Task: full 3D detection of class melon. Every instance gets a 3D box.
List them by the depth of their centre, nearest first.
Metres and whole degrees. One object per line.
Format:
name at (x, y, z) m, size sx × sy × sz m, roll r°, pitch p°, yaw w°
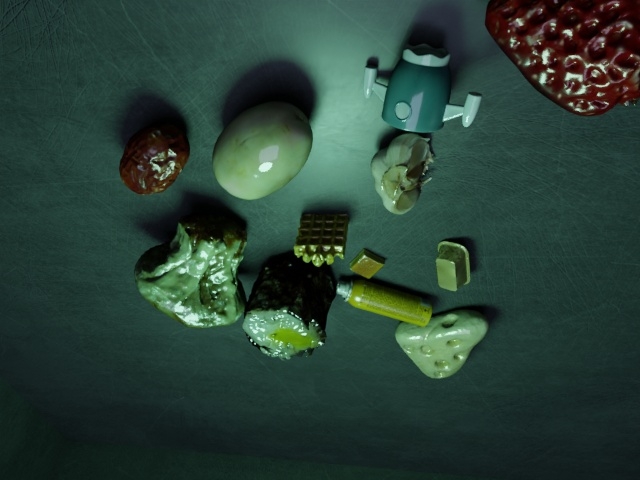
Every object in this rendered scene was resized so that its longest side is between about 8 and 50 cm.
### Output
melon at (-0.161, -0.239, 1.283) m, size 0.223 × 0.223 × 0.317 m, roll 37°, pitch 131°, yaw -23°

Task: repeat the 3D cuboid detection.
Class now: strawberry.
strawberry at (0.511, -0.433, 0.950) m, size 0.345 × 0.317 × 0.295 m, roll 31°, pitch 164°, yaw 3°

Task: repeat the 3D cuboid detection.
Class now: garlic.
garlic at (0.217, -0.193, 1.327) m, size 0.142 × 0.178 × 0.229 m, roll 22°, pitch 122°, yaw 33°

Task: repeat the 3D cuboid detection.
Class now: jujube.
jujube at (-0.486, -0.236, 1.383) m, size 0.174 × 0.174 × 0.250 m, roll 35°, pitch 137°, yaw -22°

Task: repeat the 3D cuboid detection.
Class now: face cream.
face cream at (0.226, 0.218, 1.726) m, size 0.348 × 0.105 × 0.105 m, roll 17°, pitch 134°, yaw -6°

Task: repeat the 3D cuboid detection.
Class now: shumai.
shumai at (-0.386, 0.073, 1.586) m, size 0.397 × 0.324 × 0.323 m, roll 26°, pitch 116°, yaw -15°

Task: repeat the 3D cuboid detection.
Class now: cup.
cup at (0.237, -0.369, 1.134) m, size 0.299 × 0.167 × 0.173 m, roll 24°, pitch 129°, yaw 23°

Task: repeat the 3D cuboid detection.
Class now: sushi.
sushi at (-0.112, 0.234, 1.672) m, size 0.299 × 0.294 × 0.281 m, roll -25°, pitch 124°, yaw 31°

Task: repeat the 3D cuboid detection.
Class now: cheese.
cheese at (0.507, 0.412, 1.839) m, size 0.351 × 0.130 × 0.328 m, roll -17°, pitch 126°, yaw 27°

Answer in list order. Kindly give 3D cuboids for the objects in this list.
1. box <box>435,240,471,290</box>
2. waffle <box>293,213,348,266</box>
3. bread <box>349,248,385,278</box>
box at (0.438, 0.085, 1.572) m, size 0.111 × 0.111 × 0.177 m, roll -5°, pitch 128°, yaw 15°
waffle at (0.000, 0.000, 1.487) m, size 0.160 × 0.211 × 0.055 m, roll 1°, pitch 133°, yaw 11°
bread at (0.163, 0.083, 1.658) m, size 0.090 × 0.035 × 0.094 m, roll 27°, pitch 132°, yaw -16°
